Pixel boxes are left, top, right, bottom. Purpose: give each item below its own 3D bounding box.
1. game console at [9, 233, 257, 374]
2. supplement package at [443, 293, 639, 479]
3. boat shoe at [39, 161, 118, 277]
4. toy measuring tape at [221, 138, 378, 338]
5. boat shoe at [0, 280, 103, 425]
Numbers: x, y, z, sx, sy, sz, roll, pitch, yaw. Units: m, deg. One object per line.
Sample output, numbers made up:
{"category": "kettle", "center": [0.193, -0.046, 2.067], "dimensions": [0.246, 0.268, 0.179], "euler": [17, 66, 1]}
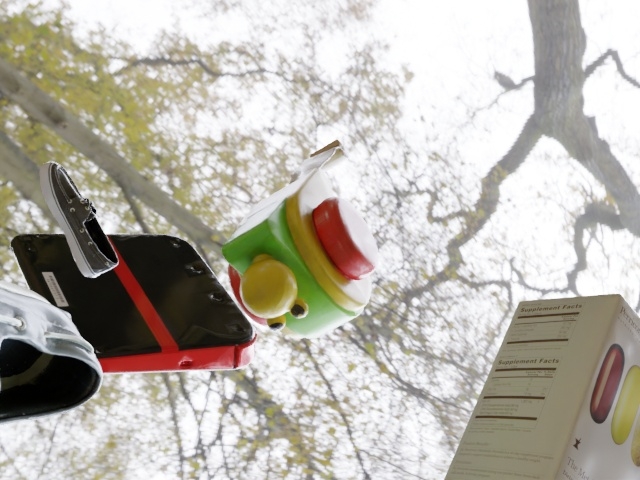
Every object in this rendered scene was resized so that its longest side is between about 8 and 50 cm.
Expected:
{"category": "game console", "center": [-0.318, 0.099, 1.483], "dimensions": [0.386, 0.342, 0.060], "euler": [45, -53, 46]}
{"category": "supplement package", "center": [0.253, 0.192, 0.900], "dimensions": [0.134, 0.139, 0.244], "euler": [-10, -137, 51]}
{"category": "boat shoe", "center": [-0.273, -0.027, 0.990], "dimensions": [0.040, 0.049, 0.142], "euler": [-18, -76, 14]}
{"category": "toy measuring tape", "center": [0.000, 0.000, 0.749], "dimensions": [0.122, 0.330, 0.121], "euler": [4, -71, 11]}
{"category": "boat shoe", "center": [-0.255, 0.082, 0.613], "dimensions": [0.099, 0.319, 0.116], "euler": [36, -90, 14]}
